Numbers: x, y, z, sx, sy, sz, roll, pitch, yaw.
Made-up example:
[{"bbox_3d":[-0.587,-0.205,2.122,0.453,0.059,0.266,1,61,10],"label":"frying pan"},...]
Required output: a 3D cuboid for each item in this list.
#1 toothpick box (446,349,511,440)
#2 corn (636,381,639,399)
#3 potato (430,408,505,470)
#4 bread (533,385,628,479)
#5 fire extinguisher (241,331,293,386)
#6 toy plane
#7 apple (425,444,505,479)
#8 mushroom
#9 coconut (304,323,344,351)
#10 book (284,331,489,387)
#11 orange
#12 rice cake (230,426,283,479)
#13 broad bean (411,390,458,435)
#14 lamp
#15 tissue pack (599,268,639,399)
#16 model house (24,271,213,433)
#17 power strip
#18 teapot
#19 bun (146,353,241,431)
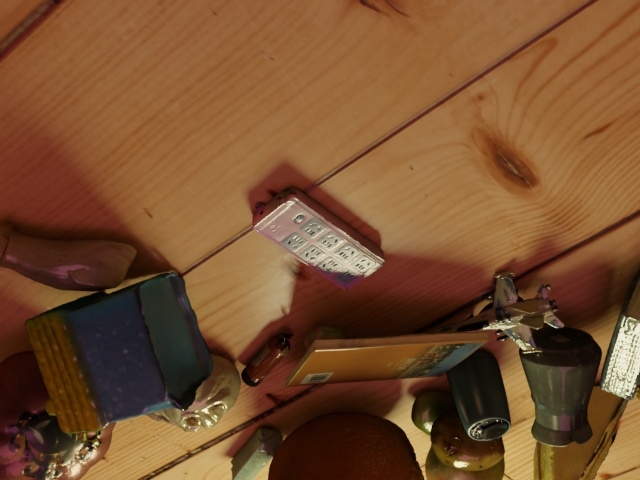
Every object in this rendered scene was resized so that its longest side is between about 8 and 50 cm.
[{"bbox_3d":[0.355,0.347,1.712,0.120,0.184,0.120,-4,135,-4],"label":"toothpick box"},{"bbox_3d":[0.790,0.279,1.766,0.097,0.097,0.320,-9,132,1],"label":"corn"},{"bbox_3d":[0.332,0.465,1.754,0.176,0.137,0.137,22,131,0],"label":"potato"},{"bbox_3d":[0.648,0.606,1.913,0.242,0.405,0.346,-2,148,9],"label":"bread"},{"bbox_3d":[-0.109,0.248,1.649,0.062,0.050,0.177,-22,156,-52],"label":"fire extinguisher"},{"bbox_3d":[0.362,0.158,1.600,0.262,0.088,0.192,-12,107,33],"label":"toy plane"},{"bbox_3d":[0.369,0.561,1.932,0.188,0.174,0.207,41,75,-15],"label":"apple"},{"bbox_3d":[-0.459,0.038,1.372,0.247,0.096,0.108,11,139,-15],"label":"mushroom"},{"bbox_3d":[0.008,0.215,1.617,0.083,0.082,0.081,-1,102,-18],"label":"coconut"},{"bbox_3d":[0.132,0.253,1.618,0.374,0.028,0.262,-1,153,-17],"label":"book"},{"bbox_3d":[0.058,0.561,1.792,0.357,0.322,0.322,-17,134,-2],"label":"orange"},{"bbox_3d":[-0.160,0.535,1.918,0.069,0.063,0.206,12,133,-26],"label":"rice cake"},{"bbox_3d":[0.303,0.418,1.847,0.174,0.082,0.124,8,109,-5],"label":"broad bean"},{"bbox_3d":[-0.573,0.361,1.573,0.305,0.239,0.305,-8,103,-36],"label":"lamp"},{"bbox_3d":[0.655,0.182,1.593,0.081,0.185,0.257,21,141,25],"label":"tissue pack"},{"bbox_3d":[-0.385,0.214,1.418,0.303,0.215,0.237,-17,95,6],"label":"model house"},{"bbox_3d":[0.000,0.000,1.430,0.109,0.037,0.279,-36,128,26],"label":"power strip"},{"bbox_3d":[0.514,0.312,1.679,0.171,0.203,0.225,-7,103,-11],"label":"teapot"},{"bbox_3d":[-0.285,0.337,1.663,0.231,0.133,0.231,-5,136,-5],"label":"bun"}]
